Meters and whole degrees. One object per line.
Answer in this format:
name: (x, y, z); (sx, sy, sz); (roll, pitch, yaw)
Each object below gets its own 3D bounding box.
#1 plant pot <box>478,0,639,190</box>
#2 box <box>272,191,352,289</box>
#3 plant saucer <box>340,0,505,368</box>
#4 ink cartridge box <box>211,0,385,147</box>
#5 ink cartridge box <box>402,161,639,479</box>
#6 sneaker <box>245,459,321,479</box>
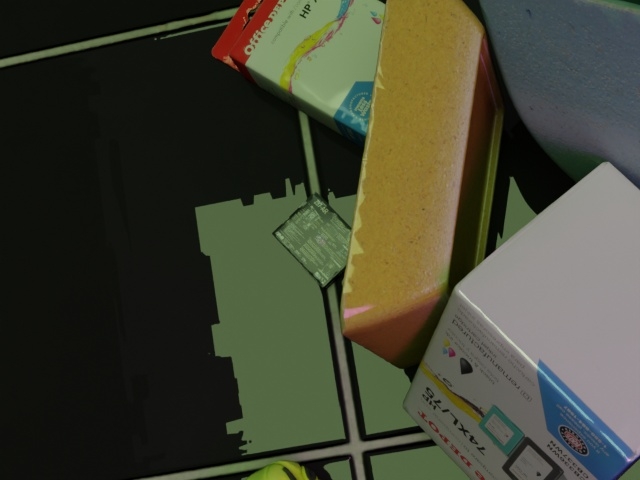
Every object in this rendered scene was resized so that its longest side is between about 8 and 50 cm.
plant pot: (0.314, -0.158, 1.111); (0.247, 0.252, 0.248); (-36, 41, -25)
box: (0.000, 0.000, 1.357); (0.067, 0.018, 0.083); (-44, 75, -1)
plant saucer: (0.110, -0.054, 1.184); (0.081, 0.333, 0.333); (6, 80, 14)
ink cartridge box: (-0.002, -0.210, 1.367); (0.231, 0.078, 0.134); (31, 86, 15)
ink cartridge box: (0.225, 0.112, 1.139); (0.197, 0.270, 0.198); (-37, 71, -23)
sneaker: (-0.005, 0.366, 1.258); (0.123, 0.109, 0.296); (-31, 76, 27)
